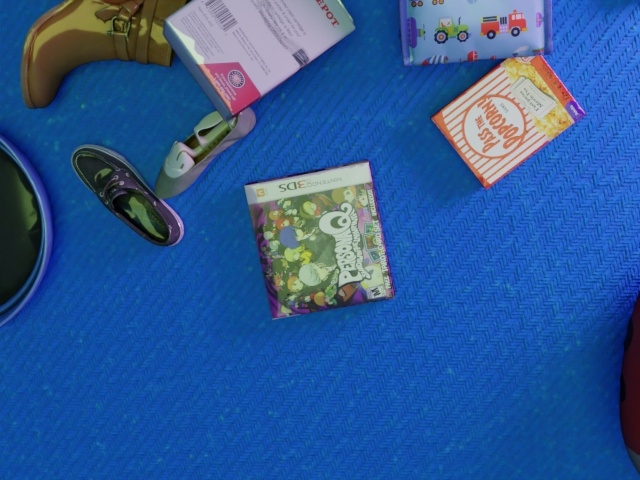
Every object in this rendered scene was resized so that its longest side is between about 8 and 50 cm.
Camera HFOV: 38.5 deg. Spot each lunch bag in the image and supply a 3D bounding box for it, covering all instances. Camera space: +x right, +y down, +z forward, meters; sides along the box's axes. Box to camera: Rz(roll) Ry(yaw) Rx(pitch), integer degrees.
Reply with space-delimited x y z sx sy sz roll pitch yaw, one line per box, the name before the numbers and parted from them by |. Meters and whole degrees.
lunch bag | 0.218 -0.419 1.324 0.220 0.138 0.293 -4 122 5

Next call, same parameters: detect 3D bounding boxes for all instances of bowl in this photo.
bowl | -0.634 -0.024 1.532 0.391 0.077 0.391 1 100 4

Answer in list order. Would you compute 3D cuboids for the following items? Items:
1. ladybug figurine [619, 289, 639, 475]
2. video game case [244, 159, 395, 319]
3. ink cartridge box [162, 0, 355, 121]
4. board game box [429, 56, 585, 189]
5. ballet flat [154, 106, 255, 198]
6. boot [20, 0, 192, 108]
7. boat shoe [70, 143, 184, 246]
ladybug figurine | 0.567 0.191 1.396 0.161 0.305 0.450 11 97 42
video game case | 0.000 0.000 1.505 0.210 0.042 0.232 -10 99 7
ink cartridge box | -0.094 -0.321 1.396 0.237 0.100 0.172 -37 97 -10
board game box | 0.294 -0.197 1.449 0.193 0.045 0.147 -39 95 9
ballet flat | -0.200 -0.153 1.477 0.213 0.068 0.072 -39 59 7
boot | -0.340 -0.313 1.460 0.220 0.109 0.284 21 93 -3
boat shoe | -0.322 -0.071 1.500 0.080 0.076 0.228 -44 94 9
